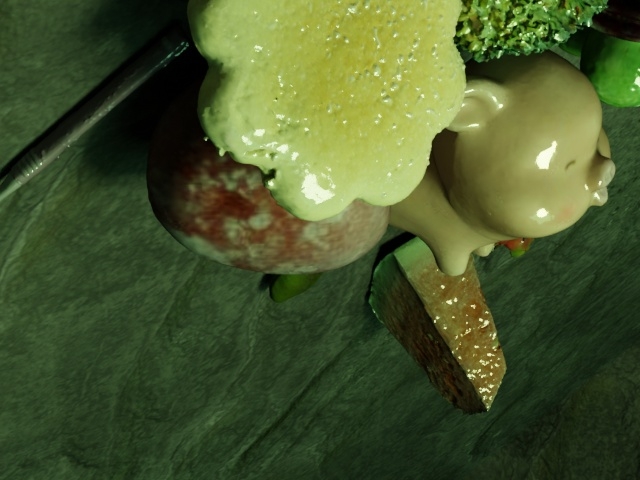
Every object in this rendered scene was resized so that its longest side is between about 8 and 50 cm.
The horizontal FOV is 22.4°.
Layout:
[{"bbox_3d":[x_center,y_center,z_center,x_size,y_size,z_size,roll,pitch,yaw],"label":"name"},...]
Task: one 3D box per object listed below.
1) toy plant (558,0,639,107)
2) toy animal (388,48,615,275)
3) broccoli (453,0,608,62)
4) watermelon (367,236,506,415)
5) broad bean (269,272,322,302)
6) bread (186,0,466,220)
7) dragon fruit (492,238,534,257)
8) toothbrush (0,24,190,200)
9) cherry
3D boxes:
[{"bbox_3d":[0.317,-0.263,1.723,0.175,0.218,0.235,2,134,-13],"label":"toy plant"},{"bbox_3d":[0.155,-0.099,1.712,0.237,0.326,0.269,-42,141,-44],"label":"toy animal"},{"bbox_3d":[0.167,-0.281,1.565,0.220,0.194,0.194,-17,166,25],"label":"broccoli"},{"bbox_3d":[0.183,0.124,2.257,0.140,0.256,0.193,-26,166,-12],"label":"watermelon"},{"bbox_3d":[0.004,-0.001,2.017,0.065,0.046,0.254,-5,144,-39],"label":"broad bean"},{"bbox_3d":[0.020,-0.166,1.421,0.316,0.316,0.054,-17,-166,-36],"label":"bread"},{"bbox_3d":[0.191,-0.058,1.993,0.269,0.198,0.200,-41,180,38],"label":"dragon fruit"},{"bbox_3d":[-0.260,-0.083,1.499,0.354,0.024,0.029,-38,150,13],"label":"toothbrush"},{"bbox_3d":[-0.027,-0.081,1.565,0.285,0.236,0.213,-16,-170,-1],"label":"cherry"}]
